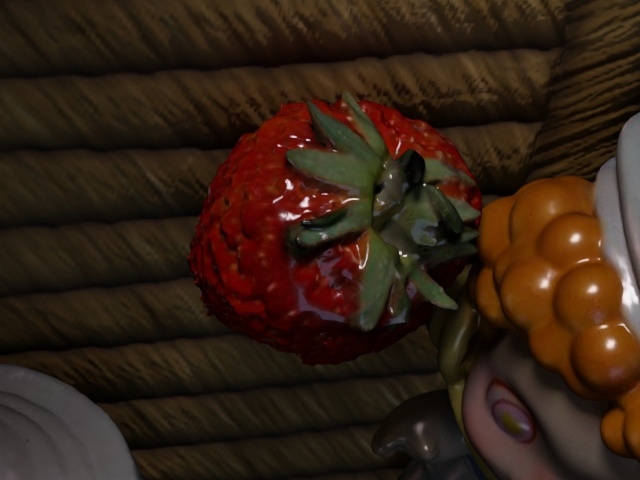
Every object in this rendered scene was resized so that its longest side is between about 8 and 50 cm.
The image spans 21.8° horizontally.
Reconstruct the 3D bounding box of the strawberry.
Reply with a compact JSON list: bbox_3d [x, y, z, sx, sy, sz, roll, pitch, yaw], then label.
[{"bbox_3d":[0.002,-0.007,0.754,0.131,0.148,0.131,-4,100,-24],"label":"strawberry"}]

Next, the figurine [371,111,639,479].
[{"bbox_3d":[0.137,0.070,0.856,0.205,0.224,0.382,-39,-175,-32],"label":"figurine"}]

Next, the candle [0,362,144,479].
[{"bbox_3d":[-0.176,0.198,0.864,0.221,0.221,0.342,-12,141,0],"label":"candle"}]
